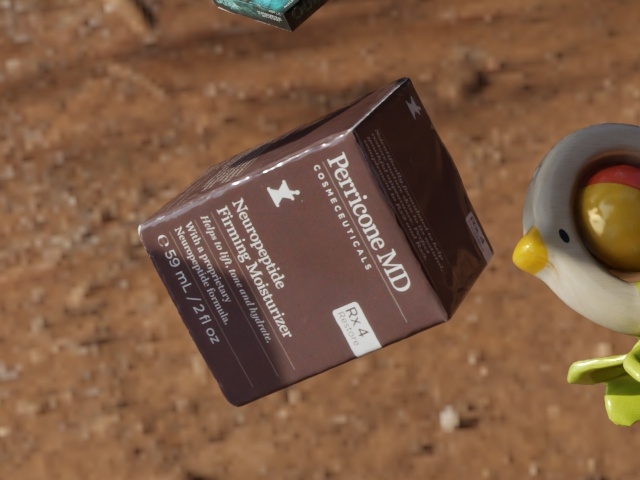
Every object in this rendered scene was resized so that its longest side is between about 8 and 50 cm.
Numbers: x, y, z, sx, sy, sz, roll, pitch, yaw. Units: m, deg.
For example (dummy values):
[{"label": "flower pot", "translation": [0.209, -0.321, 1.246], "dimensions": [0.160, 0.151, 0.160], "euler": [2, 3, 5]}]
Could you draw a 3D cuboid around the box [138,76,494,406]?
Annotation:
[{"label": "box", "translation": [0.000, 0.000, 1.529], "dimensions": [0.203, 0.168, 0.167], "euler": [-24, 9, 24]}]

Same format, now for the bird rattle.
[{"label": "bird rattle", "translation": [0.249, -0.006, 1.384], "dimensions": [0.253, 0.207, 0.143], "euler": [-61, 6, -23]}]

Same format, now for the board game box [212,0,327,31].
[{"label": "board game box", "translation": [-0.004, -0.274, 1.839], "dimensions": [0.186, 0.026, 0.126], "euler": [-43, 37, -20]}]
